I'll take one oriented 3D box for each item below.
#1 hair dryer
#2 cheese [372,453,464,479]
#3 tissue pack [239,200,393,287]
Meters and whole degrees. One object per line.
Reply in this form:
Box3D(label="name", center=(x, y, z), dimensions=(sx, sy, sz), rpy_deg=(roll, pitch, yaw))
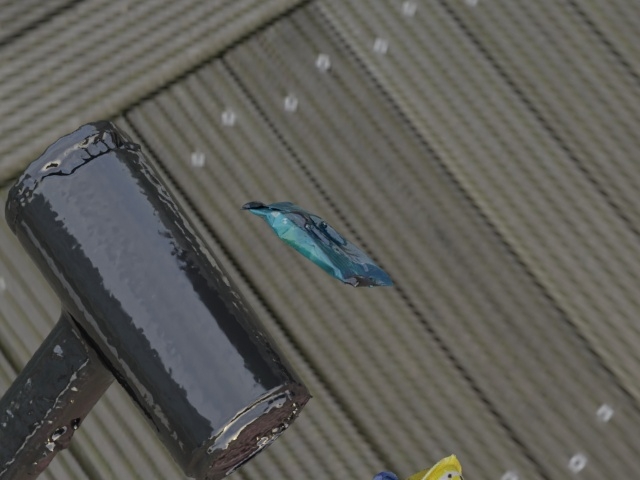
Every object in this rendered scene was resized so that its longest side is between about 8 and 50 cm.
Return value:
Box3D(label="hair dryer", center=(-0.139, 0.086, 0.991), dimensions=(0.197, 0.251, 0.089), rpy_deg=(52, 29, 16))
Box3D(label="cheese", center=(0.066, 0.237, 1.364), dimensions=(0.064, 0.250, 0.156), rpy_deg=(23, 83, 24))
Box3D(label="tissue pack", center=(0.000, 0.000, 1.542), dimensions=(0.138, 0.085, 0.028), rpy_deg=(39, 109, 22))
